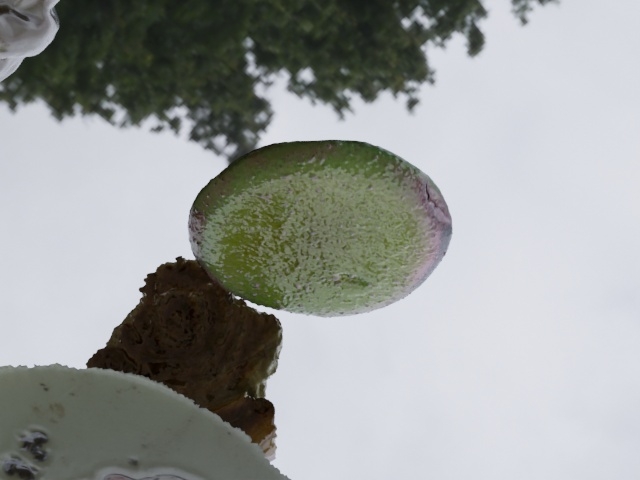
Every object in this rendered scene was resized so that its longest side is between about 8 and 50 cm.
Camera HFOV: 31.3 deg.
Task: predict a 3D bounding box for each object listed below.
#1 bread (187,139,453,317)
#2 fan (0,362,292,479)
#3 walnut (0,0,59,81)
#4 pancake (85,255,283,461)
[{"bbox_3d":[0.000,0.000,0.969,0.228,0.228,0.033,-25,-135,26],"label":"bread"},{"bbox_3d":[-0.033,0.162,0.480,0.191,0.329,0.009,-55,-171,29],"label":"fan"},{"bbox_3d":[-0.324,-0.226,0.896,0.248,0.248,0.248,-23,-132,28],"label":"walnut"},{"bbox_3d":[-0.137,0.149,1.056,0.212,0.056,0.257,46,-74,21],"label":"pancake"}]
